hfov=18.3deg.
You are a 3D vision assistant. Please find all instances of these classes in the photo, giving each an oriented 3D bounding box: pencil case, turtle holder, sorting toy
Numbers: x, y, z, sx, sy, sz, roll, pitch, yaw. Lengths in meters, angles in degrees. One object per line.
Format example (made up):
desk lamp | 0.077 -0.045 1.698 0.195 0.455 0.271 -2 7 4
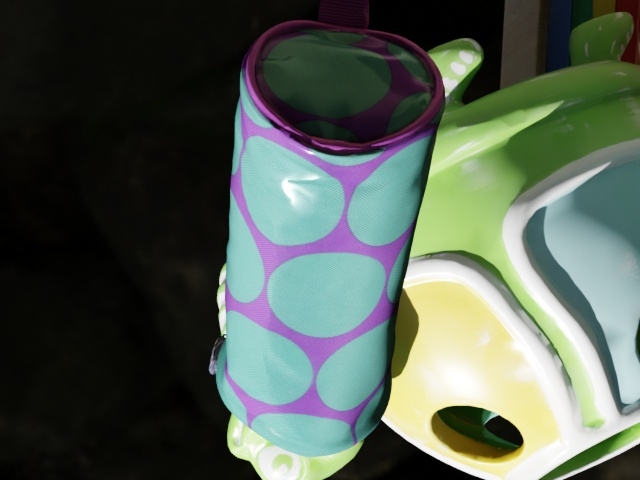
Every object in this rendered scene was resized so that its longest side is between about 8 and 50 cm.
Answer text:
pencil case | 0.000 0.000 0.643 0.065 0.070 0.151 9 136 1
turtle holder | 0.103 0.021 1.137 0.243 0.227 0.320 -35 164 29
sorting toy | 0.206 -0.188 1.393 0.089 0.255 0.257 4 -178 20
